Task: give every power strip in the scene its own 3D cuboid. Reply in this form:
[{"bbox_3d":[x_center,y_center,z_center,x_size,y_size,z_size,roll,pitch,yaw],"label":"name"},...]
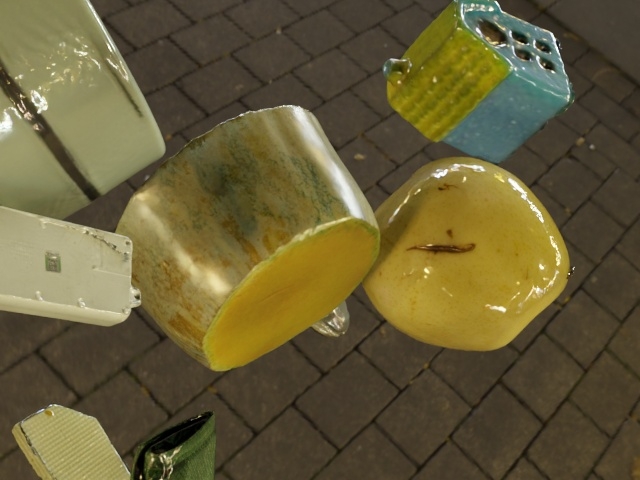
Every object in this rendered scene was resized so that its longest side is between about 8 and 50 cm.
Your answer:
[{"bbox_3d":[-0.235,0.019,0.672,0.192,0.035,0.081,16,61,-44],"label":"power strip"},{"bbox_3d":[-0.300,-0.185,0.754,0.161,0.357,0.357,-33,69,-10],"label":"power strip"}]

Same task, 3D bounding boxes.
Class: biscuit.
[{"bbox_3d":[-0.435,0.408,1.469,0.252,0.052,0.150,57,30,0],"label":"biscuit"}]

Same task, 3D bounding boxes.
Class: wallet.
[{"bbox_3d":[-0.167,0.329,0.933,0.055,0.235,0.160,7,6,19],"label":"wallet"}]

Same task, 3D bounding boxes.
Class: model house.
[{"bbox_3d":[0.284,-0.305,1.540,0.303,0.237,0.215,17,51,-26],"label":"model house"}]

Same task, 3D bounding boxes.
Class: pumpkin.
[{"bbox_3d":[-0.073,0.009,1.034,0.332,0.332,0.199,-32,67,-34],"label":"pumpkin"}]

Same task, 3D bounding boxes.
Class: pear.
[{"bbox_3d":[0.216,0.027,1.257,0.309,0.309,0.309,9,53,-13],"label":"pear"}]

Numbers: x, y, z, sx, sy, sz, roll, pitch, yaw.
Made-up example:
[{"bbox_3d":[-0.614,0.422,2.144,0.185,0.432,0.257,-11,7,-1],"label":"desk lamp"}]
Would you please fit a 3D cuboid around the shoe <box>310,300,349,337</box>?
[{"bbox_3d":[0.000,0.000,1.402,0.336,0.171,0.132,61,20,-12],"label":"shoe"}]
